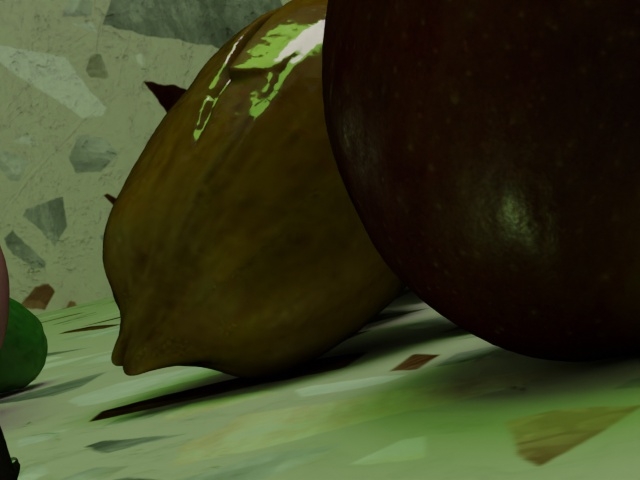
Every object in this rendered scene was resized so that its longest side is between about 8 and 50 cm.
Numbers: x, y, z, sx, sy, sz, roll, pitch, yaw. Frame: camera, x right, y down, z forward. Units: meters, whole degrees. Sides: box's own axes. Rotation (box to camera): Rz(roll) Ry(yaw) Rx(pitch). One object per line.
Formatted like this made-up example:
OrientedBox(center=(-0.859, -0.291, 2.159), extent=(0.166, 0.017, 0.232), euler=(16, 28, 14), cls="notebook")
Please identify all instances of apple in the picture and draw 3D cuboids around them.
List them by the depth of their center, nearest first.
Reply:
OrientedBox(center=(0.136, -0.093, 0.768), extent=(0.288, 0.317, 0.288), euler=(-1, 26, 0), cls="apple")

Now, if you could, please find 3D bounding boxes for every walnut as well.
OrientedBox(center=(-0.026, -0.025, 1.032), extent=(0.209, 0.209, 0.336), euler=(-11, 32, 49), cls="walnut")

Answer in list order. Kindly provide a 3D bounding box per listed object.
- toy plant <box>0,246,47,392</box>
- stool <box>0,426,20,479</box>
OrientedBox(center=(-0.361, 0.055, 1.158), extent=(0.317, 0.211, 0.356), euler=(-15, -10, -15), cls="toy plant")
OrientedBox(center=(-0.145, 0.070, 0.452), extent=(0.125, 0.121, 0.217), euler=(-14, 7, 2), cls="stool")
